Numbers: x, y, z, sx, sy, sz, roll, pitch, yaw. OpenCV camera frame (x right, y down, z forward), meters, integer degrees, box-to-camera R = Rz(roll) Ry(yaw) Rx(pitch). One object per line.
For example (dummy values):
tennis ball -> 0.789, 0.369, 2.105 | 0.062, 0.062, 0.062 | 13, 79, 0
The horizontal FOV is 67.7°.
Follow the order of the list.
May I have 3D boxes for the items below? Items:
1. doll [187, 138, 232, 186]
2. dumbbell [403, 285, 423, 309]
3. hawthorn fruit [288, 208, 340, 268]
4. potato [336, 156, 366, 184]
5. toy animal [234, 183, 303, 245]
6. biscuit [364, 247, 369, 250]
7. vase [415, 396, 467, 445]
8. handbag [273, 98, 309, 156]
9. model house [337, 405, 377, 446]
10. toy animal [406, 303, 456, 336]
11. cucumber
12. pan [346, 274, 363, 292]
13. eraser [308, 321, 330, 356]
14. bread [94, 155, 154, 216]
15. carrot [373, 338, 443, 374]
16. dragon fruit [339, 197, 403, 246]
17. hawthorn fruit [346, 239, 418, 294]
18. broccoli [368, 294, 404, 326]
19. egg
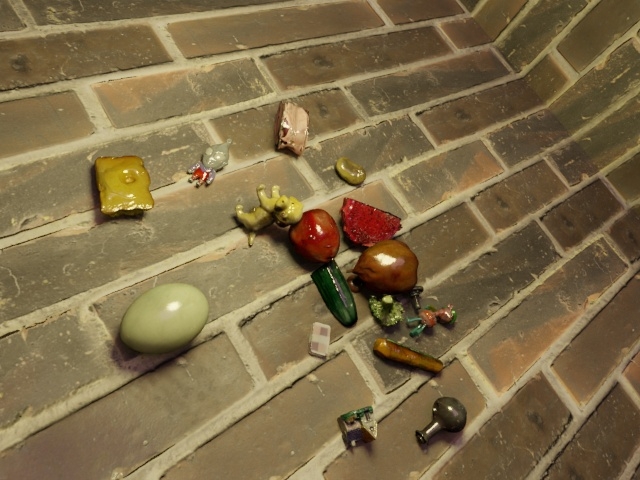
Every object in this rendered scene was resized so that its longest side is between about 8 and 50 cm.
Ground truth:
doll -> -0.386, -0.285, 1.713 | 0.102, 0.075, 0.227 | 32, 66, 6
dumbbell -> 0.335, 0.140, 1.810 | 0.082, 0.081, 0.253 | -2, 64, -26
hawthorn fruit -> 0.000, 0.000, 1.657 | 0.181, 0.181, 0.235 | -26, 66, -34
potato -> 0.122, -0.282, 1.949 | 0.138, 0.070, 0.091 | 34, 56, -3
toy animal -> -0.174, -0.102, 1.624 | 0.121, 0.233, 0.168 | 9, 57, -62
biscuit -> 0.222, 0.073, 1.831 | 0.130, 0.019, 0.119 | 46, 54, 4
vase -> 0.393, 0.600, 1.570 | 0.183, 0.120, 0.120 | -32, 80, -20
handbag -> -0.114, -0.436, 1.863 | 0.117, 0.179, 0.204 | 8, 59, -13
model house -> 0.118, 0.572, 1.463 | 0.101, 0.087, 0.100 | -7, 65, -24
toy animal -> 0.406, 0.286, 1.769 | 0.208, 0.100, 0.103 | -17, 33, -29
cucumber -> 0.066, 0.183, 1.673 | 0.115, 0.063, 0.243 | -21, 75, -32
pan -> 0.139, 0.139, 1.752 | 0.068, 0.023, 0.115 | 35, 54, -2
eraser -> -0.004, 0.327, 1.580 | 0.065, 0.026, 0.105 | 20, 56, -17
bread -> -0.630, -0.171, 1.527 | 0.161, 0.088, 0.232 | -2, 61, -32
carrot -> 0.307, 0.403, 1.663 | 0.260, 0.070, 0.070 | 22, 56, -16
dragon fruit -> 0.174, -0.070, 1.819 | 0.262, 0.162, 0.189 | 18, 28, -20
hawthorn fruit -> 0.216, 0.103, 1.697 | 0.248, 0.208, 0.207 | -6, 65, -12
broccoli -> 0.229, 0.226, 1.645 | 0.118, 0.204, 0.122 | -13, 67, 4
egg -> -0.433, 0.218, 1.338 | 0.253, 0.186, 0.186 | -22, 74, -36
